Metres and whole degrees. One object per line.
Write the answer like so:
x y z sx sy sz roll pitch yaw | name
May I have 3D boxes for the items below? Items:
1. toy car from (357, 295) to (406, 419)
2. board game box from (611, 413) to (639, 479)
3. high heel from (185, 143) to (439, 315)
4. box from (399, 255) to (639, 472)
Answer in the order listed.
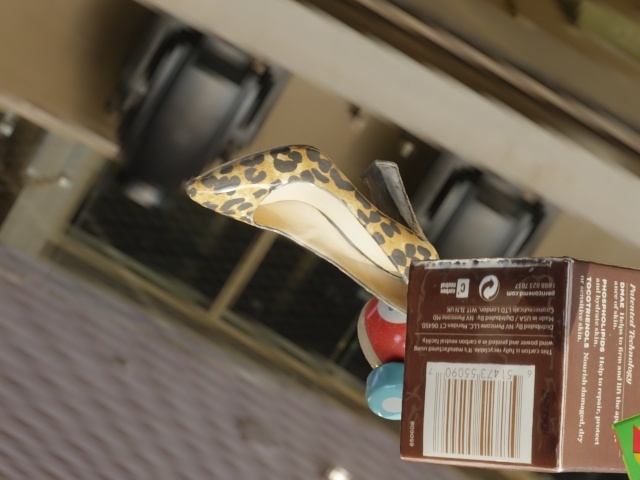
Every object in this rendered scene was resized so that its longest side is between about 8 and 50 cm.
0.189 0.096 2.328 0.210 0.238 0.219 31 -138 -27 | toy car
0.301 0.140 1.322 0.043 0.181 0.092 31 -141 -59 | board game box
0.000 0.000 1.947 0.261 0.093 0.186 0 -124 -30 | high heel
0.192 0.105 1.587 0.168 0.167 0.203 -2 173 43 | box
